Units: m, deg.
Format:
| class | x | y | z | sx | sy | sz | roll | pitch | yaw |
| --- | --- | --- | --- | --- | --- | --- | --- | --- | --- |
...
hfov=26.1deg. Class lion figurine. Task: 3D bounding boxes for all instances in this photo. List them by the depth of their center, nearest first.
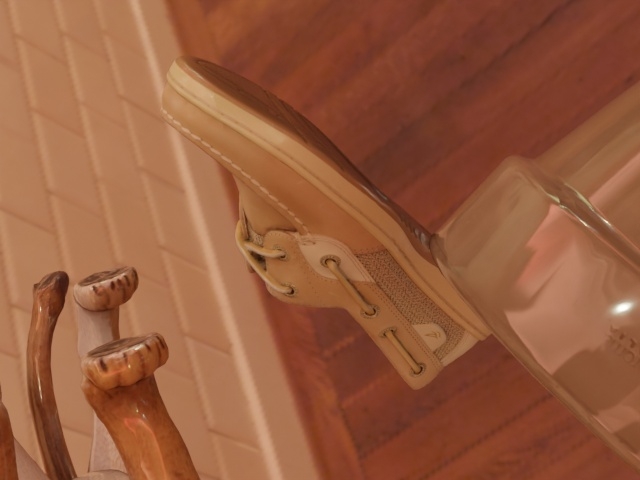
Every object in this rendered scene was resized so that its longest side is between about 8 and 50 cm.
| class | x | y | z | sx | sy | sz | roll | pitch | yaw |
| --- | --- | --- | --- | --- | --- | --- | --- | --- | --- |
| lion figurine | -0.097 | 0.150 | 0.618 | 0.142 | 0.240 | 0.392 | -17 | 11 | -3 |

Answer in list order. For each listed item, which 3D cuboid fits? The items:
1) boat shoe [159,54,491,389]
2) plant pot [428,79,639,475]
| class | x | y | z | sx | sy | sz | roll | pitch | yaw |
| --- | --- | --- | --- | --- | --- | --- | --- | --- | --- |
| boat shoe | 0.000 | 0.000 | 0.866 | 0.098 | 0.302 | 0.109 | -46 | 38 | 6 |
| plant pot | 0.259 | -0.002 | 0.652 | 0.280 | 0.323 | 0.323 | -52 | 45 | 10 |
